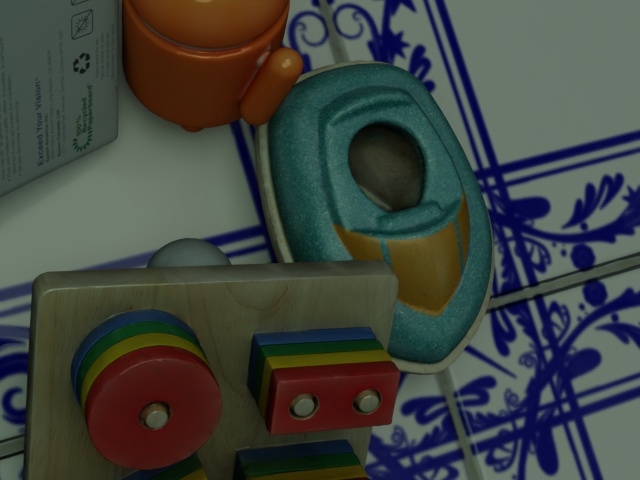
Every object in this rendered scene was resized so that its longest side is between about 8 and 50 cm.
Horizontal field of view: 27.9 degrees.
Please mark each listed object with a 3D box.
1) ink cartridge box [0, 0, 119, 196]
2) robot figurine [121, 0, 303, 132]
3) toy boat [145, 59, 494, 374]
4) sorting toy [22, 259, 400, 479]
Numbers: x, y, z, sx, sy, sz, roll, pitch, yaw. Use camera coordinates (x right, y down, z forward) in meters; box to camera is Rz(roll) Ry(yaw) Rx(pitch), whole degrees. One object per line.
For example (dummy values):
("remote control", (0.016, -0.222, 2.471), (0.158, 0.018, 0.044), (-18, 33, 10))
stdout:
("ink cartridge box", (-0.266, -0.153, 0.833), (0.071, 0.324, 0.330), (31, 42, 27))
("robot figurine", (-0.087, -0.170, 0.980), (0.128, 0.219, 0.158), (-3, 65, -10))
("toy boat", (0.000, 0.000, 1.013), (0.318, 0.148, 0.268), (-22, 86, -24))
("sorting toy", (-0.073, 0.151, 0.904), (0.255, 0.089, 0.257), (-2, 118, -20))
